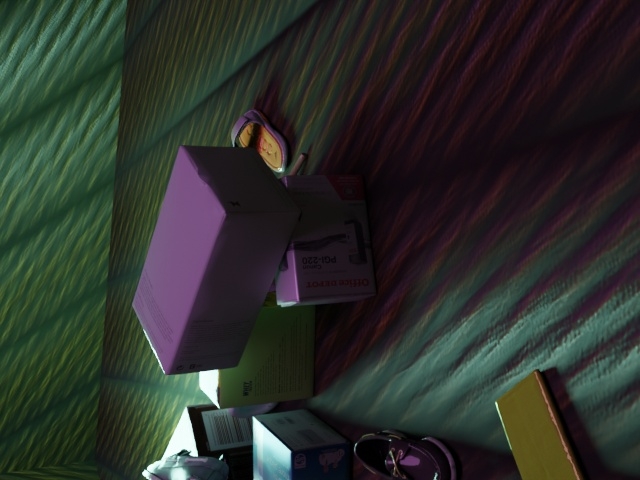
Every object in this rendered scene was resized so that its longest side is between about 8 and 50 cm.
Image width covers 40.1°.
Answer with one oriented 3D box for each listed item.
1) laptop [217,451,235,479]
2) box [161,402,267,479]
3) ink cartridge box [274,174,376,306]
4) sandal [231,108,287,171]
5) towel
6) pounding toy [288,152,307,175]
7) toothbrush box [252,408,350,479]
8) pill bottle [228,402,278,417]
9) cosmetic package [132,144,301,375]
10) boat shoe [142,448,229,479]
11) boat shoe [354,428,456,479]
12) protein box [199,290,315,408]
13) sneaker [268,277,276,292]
[{"bbox_3d":[-0.151,0.717,1.928,0.408,0.236,0.382,-51,47,41],"label":"laptop"},{"bbox_3d":[-0.258,0.526,2.105,0.381,0.191,0.143,118,141,-47],"label":"box"},{"bbox_3d":[0.000,0.000,1.516,0.092,0.158,0.218,-16,79,62],"label":"ink cartridge box"},{"bbox_3d":[-0.148,-0.220,1.912,0.265,0.076,0.102,-138,51,-57],"label":"sandal"},{"bbox_3d":[0.289,0.288,1.089,0.102,0.021,0.237,-53,44,46],"label":"towel"},{"bbox_3d":[-0.083,-0.097,1.693,0.269,0.154,0.155,164,101,-64],"label":"pounding toy"},{"bbox_3d":[-0.041,0.505,1.704,0.216,0.126,0.296,-161,69,-65],"label":"toothbrush box"},{"bbox_3d":[-0.174,0.276,1.972,0.121,0.121,0.221,115,143,-46],"label":"pill bottle"},{"bbox_3d":[-0.192,0.037,1.519,0.197,0.155,0.366,56,133,38],"label":"cosmetic package"},{"bbox_3d":[-0.284,0.503,1.875,0.099,0.116,0.319,-57,19,-23],"label":"boat shoe"},{"bbox_3d":[0.130,0.348,1.378,0.227,0.068,0.081,171,95,-65],"label":"boat shoe"},{"bbox_3d":[-0.130,0.215,1.771,0.136,0.201,0.200,-161,70,-63],"label":"protein box"},{"bbox_3d":[-0.104,0.024,1.863,0.075,0.063,0.171,32,117,60],"label":"sneaker"}]
